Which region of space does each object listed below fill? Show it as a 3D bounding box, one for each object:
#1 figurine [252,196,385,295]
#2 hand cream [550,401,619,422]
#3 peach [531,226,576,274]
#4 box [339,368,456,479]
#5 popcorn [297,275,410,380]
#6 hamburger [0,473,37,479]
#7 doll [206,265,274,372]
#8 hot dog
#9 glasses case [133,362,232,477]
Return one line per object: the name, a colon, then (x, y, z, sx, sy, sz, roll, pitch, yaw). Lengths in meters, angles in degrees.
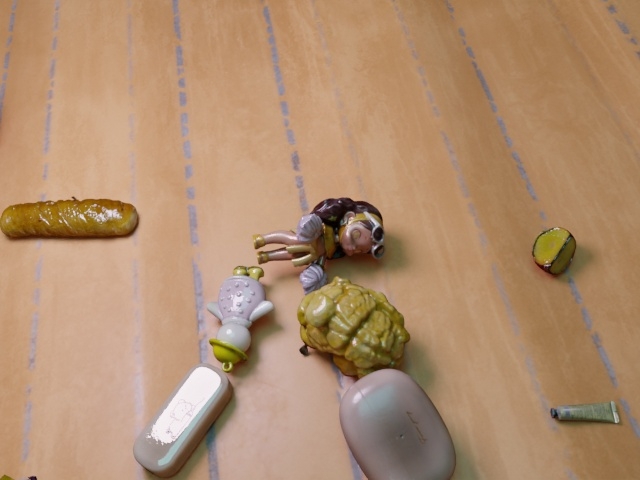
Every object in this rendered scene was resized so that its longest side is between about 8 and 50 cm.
figurine: (0.001, -0.001, 1.309, 0.239, 0.175, 0.116, -17, 38, -11)
hand cream: (0.416, 0.272, 1.137, 0.102, 0.022, 0.035, -1, 55, 1)
peach: (0.420, 0.023, 1.287, 0.077, 0.050, 0.083, -19, 41, 23)
box: (0.116, 0.296, 1.094, 0.145, 0.088, 0.200, -28, 78, -11)
popcorn: (0.051, 0.140, 1.194, 0.194, 0.163, 0.140, 28, 54, 30)
hamburger: (-0.466, 0.452, 1.091, 0.189, 0.093, 0.164, 35, 64, 25)
doll: (-0.145, 0.135, 1.273, 0.129, 0.081, 0.207, -1, 57, 17)
hot dog: (-0.515, -0.043, 1.464, 0.285, 0.061, 0.088, -6, 66, 6)
glasses case: (-0.225, 0.295, 1.192, 0.083, 0.050, 0.196, 25, 62, 20)
